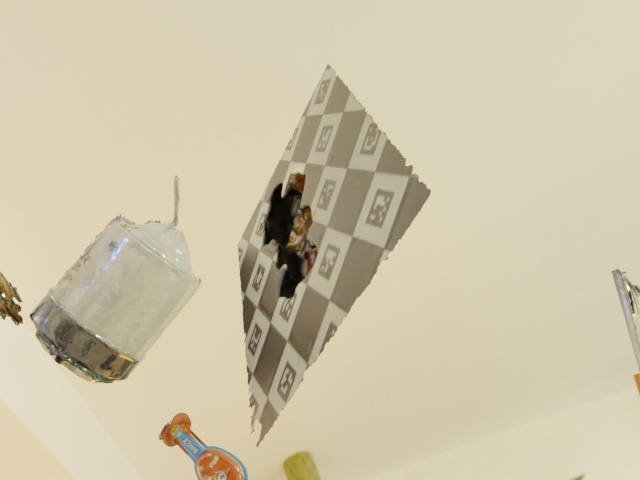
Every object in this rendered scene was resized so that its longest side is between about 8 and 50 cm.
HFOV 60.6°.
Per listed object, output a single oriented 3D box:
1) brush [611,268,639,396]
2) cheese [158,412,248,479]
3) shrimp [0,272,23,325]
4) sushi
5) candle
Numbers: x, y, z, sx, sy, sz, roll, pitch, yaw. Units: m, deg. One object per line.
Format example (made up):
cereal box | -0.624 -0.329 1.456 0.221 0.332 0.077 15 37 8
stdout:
brush | 0.220 0.172 0.312 0.017 0.314 0.090 -22 -28 35
cheese | -0.262 0.497 1.243 0.106 0.256 0.037 -52 -17 -4
shrimp | -0.525 0.073 0.800 0.124 0.034 0.178 -40 -70 -41
sushi | 0.000 0.000 0.505 0.050 0.290 0.264 18 -62 -23
candle | -0.295 0.055 0.880 0.330 0.187 0.187 -53 -46 -9
